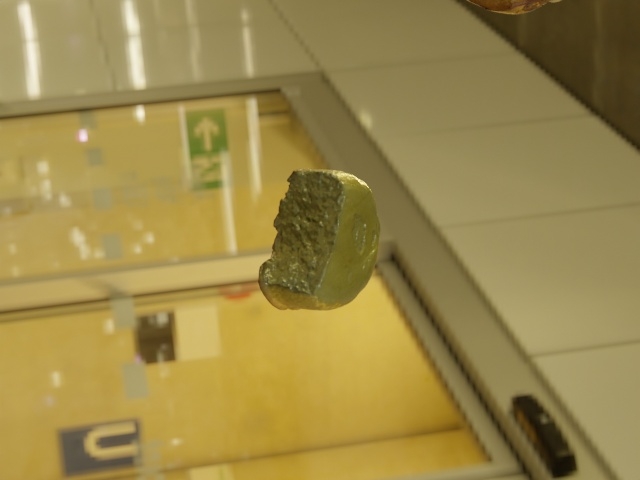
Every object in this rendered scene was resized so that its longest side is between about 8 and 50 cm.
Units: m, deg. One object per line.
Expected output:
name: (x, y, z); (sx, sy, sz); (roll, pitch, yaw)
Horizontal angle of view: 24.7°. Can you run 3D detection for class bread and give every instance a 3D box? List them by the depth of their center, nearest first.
bread: (0.005, 0.006, 1.526); (0.125, 0.086, 0.156); (32, 69, -50)

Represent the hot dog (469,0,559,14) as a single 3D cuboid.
hot dog: (0.094, -0.241, 1.110); (0.250, 0.104, 0.076); (39, -47, 42)
